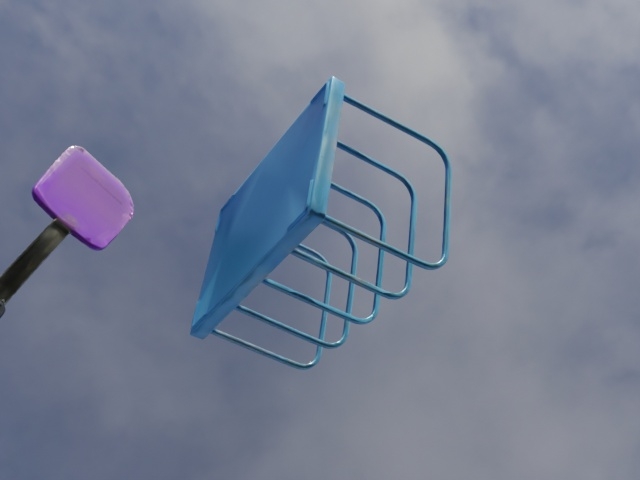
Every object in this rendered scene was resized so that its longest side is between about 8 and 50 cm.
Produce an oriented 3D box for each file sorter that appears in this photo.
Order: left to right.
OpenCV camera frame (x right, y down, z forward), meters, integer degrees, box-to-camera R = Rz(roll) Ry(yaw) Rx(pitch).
[{"bbox_3d":[0.000,0.000,0.615,0.104,0.170,0.118,26,-132,-20],"label":"file sorter"}]

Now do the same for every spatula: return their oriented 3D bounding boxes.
[{"bbox_3d":[-0.247,0.030,0.719,0.084,0.030,0.296,43,-130,-14],"label":"spatula"}]
